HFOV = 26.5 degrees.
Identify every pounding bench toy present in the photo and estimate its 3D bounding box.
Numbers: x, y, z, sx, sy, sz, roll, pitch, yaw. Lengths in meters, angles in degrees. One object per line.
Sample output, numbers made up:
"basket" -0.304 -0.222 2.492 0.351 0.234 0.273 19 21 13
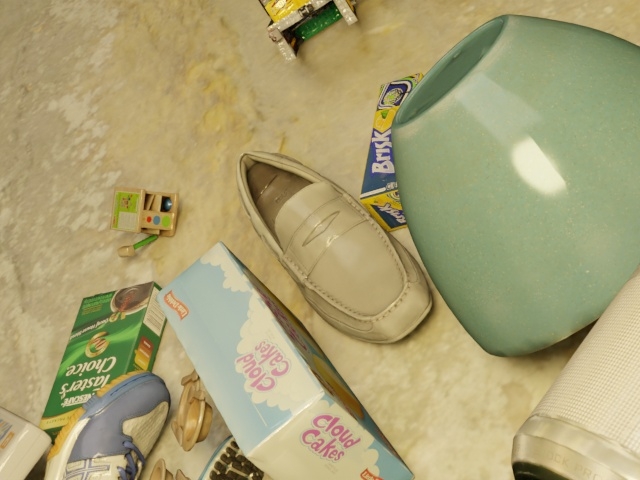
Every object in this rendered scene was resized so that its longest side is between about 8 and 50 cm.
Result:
"pounding bench toy" -0.208 -0.018 1.617 0.052 0.065 0.083 6 89 43

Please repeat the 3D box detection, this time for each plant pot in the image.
"plant pot" 0.175 -0.075 1.144 0.290 0.195 0.290 -43 13 12

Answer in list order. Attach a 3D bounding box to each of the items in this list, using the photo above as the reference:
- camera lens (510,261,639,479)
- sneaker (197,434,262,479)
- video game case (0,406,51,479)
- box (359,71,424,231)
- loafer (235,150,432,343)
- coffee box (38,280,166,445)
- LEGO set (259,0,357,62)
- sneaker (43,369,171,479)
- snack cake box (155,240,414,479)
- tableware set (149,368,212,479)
"camera lens" 0.282 0.118 0.931 0.274 0.219 0.219 -51 39 -13
"sneaker" -0.117 0.249 1.275 0.073 0.063 0.162 6 57 48
"video game case" -0.420 0.300 1.420 0.300 0.036 0.329 -55 20 -15
"box" 0.088 -0.094 1.432 0.054 0.059 0.169 -16 44 30
"loafer" 0.000 0.000 1.373 0.112 0.111 0.319 -45 38 -5
"coffee box" -0.236 0.135 1.503 0.113 0.040 0.184 -13 46 31
"LEGO set" 0.013 -0.359 1.592 0.331 0.255 0.192 -23 13 6
"sneaker" -0.217 0.270 1.329 0.131 0.112 0.296 23 71 31
"snack cake box" -0.039 0.130 1.249 0.089 0.152 0.264 -40 38 1
"tableware set" -0.130 0.196 1.240 0.141 0.020 0.168 180 104 -73
